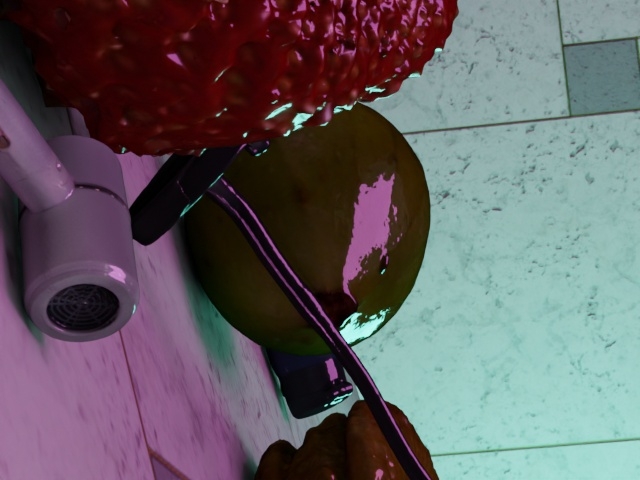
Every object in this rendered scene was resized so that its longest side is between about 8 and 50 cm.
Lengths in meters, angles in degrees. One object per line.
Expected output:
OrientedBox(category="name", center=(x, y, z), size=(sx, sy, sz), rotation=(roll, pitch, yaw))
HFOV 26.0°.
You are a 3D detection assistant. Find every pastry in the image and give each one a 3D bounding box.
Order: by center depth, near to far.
OrientedBox(category="pastry", center=(0.030, 0.245, 0.990), size=(0.235, 0.132, 0.240), rotation=(-83, 149, -63))

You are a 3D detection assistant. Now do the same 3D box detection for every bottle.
OrientedBox(category="bottle", center=(-0.037, 0.054, 1.368), size=(0.072, 0.082, 0.244), rotation=(-14, 83, -43))

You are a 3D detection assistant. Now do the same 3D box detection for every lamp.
OrientedBox(category="lamp", center=(-0.006, 0.094, 0.853), size=(0.371, 0.109, 0.130), rotation=(63, 5, -14))

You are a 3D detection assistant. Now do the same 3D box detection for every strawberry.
OrientedBox(category="strawberry", center=(-0.056, -0.175, 0.717), size=(0.261, 0.258, 0.261), rotation=(-9, 90, -87))

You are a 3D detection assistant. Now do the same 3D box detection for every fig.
OrientedBox(category="fig", center=(0.000, 0.000, 1.072), size=(0.225, 0.203, 0.203), rotation=(-118, -173, -59))

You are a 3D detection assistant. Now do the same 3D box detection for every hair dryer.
OrientedBox(category="hair dryer", center=(-0.118, -0.028, 0.548), size=(0.137, 0.047, 0.082), rotation=(61, 10, -45))
